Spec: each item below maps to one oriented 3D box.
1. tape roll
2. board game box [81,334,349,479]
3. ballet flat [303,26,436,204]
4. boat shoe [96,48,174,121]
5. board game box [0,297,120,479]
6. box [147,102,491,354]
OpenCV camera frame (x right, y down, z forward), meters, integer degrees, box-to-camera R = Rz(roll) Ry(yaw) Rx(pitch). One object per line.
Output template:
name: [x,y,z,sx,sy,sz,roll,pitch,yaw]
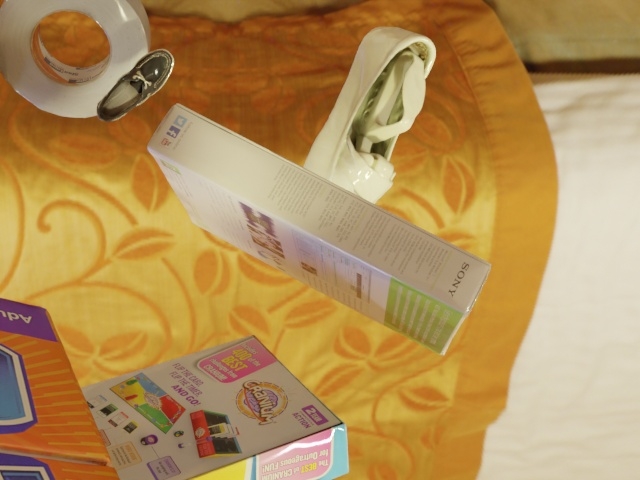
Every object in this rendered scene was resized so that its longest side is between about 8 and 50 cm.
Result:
tape roll: [-0.362,-0.294,1.282,0.219,0.072,0.219,-4,122,-6]
board game box: [-0.164,0.217,0.939,0.316,0.242,0.064,-15,114,-24]
ballet flat: [0.073,-0.155,1.343,0.139,0.139,0.400,26,78,-24]
boat shoe: [-0.242,-0.200,1.134,0.125,0.038,0.046,-37,106,5]
board game box: [-0.336,0.230,0.436,0.356,0.356,0.356,20,107,-37]
box: [0.000,0.000,0.861,0.322,0.058,0.232,29,167,10]
